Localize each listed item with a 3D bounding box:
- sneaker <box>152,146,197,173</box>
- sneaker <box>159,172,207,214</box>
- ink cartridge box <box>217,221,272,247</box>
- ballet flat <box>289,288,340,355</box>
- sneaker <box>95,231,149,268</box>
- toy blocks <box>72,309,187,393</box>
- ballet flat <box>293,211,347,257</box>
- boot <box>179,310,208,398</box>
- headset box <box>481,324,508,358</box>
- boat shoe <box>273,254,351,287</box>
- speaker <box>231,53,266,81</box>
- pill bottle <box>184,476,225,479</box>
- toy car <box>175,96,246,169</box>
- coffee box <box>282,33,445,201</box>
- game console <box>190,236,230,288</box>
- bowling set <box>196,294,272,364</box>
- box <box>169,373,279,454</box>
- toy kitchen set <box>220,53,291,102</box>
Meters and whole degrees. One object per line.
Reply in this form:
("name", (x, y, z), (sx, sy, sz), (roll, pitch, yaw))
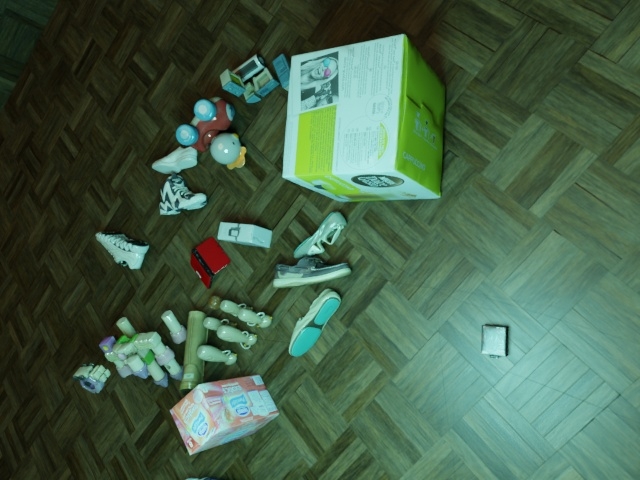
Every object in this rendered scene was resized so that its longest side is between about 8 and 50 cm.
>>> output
("sneaker", (-0.572, -0.327, 1.973), (0.212, 0.080, 0.094), (-9, 67, 23))
("sneaker", (-0.535, -0.192, 1.909), (0.234, 0.094, 0.153), (-12, 86, 40))
("ink cartridge box", (-0.258, -0.019, 1.707), (0.150, 0.109, 0.063), (5, 83, 32))
("ballet flat", (-0.025, 0.251, 1.556), (0.086, 0.086, 0.248), (45, 105, 28))
("sneaker", (-0.837, 0.036, 2.066), (0.292, 0.110, 0.118), (18, 102, 32))
("toy blocks", (-0.642, 0.457, 1.804), (0.288, 0.309, 0.260), (-10, 120, 23))
("ballet flat", (0.000, 0.000, 1.571), (0.213, 0.072, 0.068), (-46, 71, 19))
("boot", (-0.429, 0.417, 1.754), (0.089, 0.236, 0.270), (1, 57, -6))
("headset box", (0.448, 0.261, 1.281), (0.062, 0.032, 0.083), (0, 82, 31))
("boat shoe", (-0.036, 0.092, 1.563), (0.285, 0.102, 0.093), (-13, 82, 36))
("speaker", (-0.268, -0.627, 1.828), (0.136, 0.055, 0.055), (-24, 71, 26))
("pill bottle", (-0.339, 0.859, 1.615), (0.264, 0.153, 0.153), (-5, 81, 31))
("toy car", (-0.349, -0.369, 1.791), (0.238, 0.219, 0.210), (42, 107, -2))
("coffee box", (0.133, -0.305, 1.371), (0.334, 0.337, 0.339), (1, 84, 31))
("game console", (-0.410, 0.084, 1.844), (0.144, 0.085, 0.124), (48, 139, 28))
("bowling set", (-0.294, 0.271, 1.694), (0.287, 0.154, 0.200), (-40, 47, 23))
("box", (-0.287, 0.530, 1.539), (0.142, 0.300, 0.154), (-43, 65, 18))
("toy kitchen set", (-0.211, -0.556, 1.716), (0.207, 0.166, 0.122), (-32, 68, 25))
